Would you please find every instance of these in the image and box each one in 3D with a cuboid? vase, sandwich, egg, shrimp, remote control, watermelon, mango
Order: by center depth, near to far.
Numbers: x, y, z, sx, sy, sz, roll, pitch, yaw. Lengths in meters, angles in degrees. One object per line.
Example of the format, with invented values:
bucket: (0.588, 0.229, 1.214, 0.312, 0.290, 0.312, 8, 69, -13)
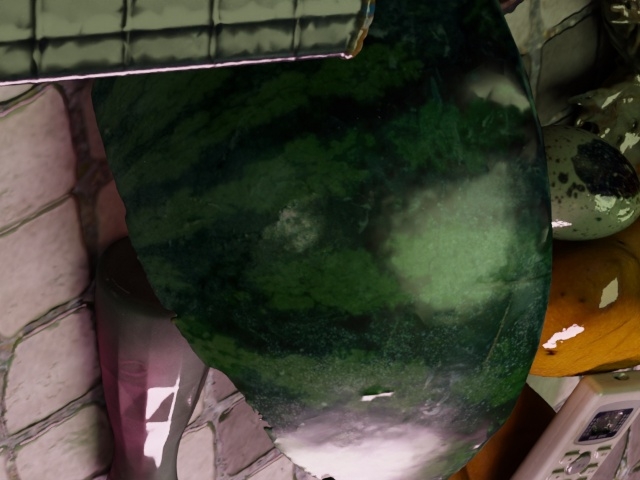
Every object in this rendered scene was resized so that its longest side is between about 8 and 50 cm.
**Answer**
watermelon: (-0.015, -0.006, 1.169, 0.222, 0.292, 0.319, -10, 155, -31)
vase: (-0.113, 0.102, 1.294, 0.086, 0.086, 0.214, -24, 137, -36)
egg: (0.185, -0.041, 1.429, 0.085, 0.110, 0.085, 20, 90, -77)
shrimp: (0.208, -0.135, 1.484, 0.247, 0.085, 0.360, -39, 145, -11)
mango: (0.218, 0.039, 1.546, 0.177, 0.120, 0.295, -27, 162, 19)
remote control: (0.203, 0.185, 1.609, 0.087, 0.029, 0.190, 0, 130, -47)
sandwich: (0.134, 0.158, 1.622, 0.245, 0.063, 0.212, -29, 136, -32)

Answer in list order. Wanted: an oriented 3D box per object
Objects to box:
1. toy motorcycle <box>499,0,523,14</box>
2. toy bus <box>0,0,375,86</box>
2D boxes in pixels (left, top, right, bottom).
toy motorcycle: (0.076, -0.200, 1.275, 0.215, 0.080, 0.122, -6, 121, -40)
toy bus: (-0.113, -0.169, 0.974, 0.275, 0.138, 0.167, -7, 120, -23)
